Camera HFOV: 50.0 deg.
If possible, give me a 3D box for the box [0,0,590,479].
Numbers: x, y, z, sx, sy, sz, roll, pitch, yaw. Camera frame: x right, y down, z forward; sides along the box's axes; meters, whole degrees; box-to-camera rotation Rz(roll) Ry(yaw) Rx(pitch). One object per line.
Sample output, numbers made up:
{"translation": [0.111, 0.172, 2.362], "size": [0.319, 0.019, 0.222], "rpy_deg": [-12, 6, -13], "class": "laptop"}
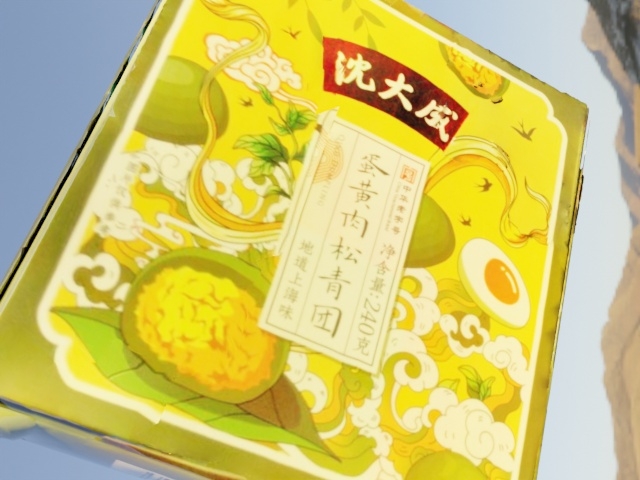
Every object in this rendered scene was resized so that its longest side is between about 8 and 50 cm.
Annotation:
{"translation": [0.000, 0.000, 0.534], "size": [0.373, 0.138, 0.420], "rpy_deg": [24, -115, -13], "class": "box"}
